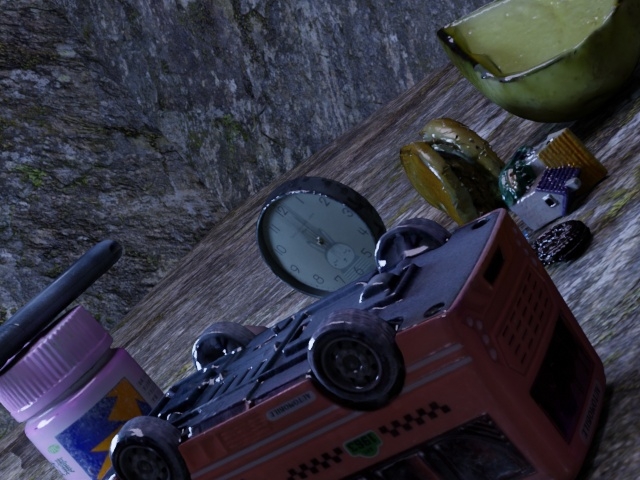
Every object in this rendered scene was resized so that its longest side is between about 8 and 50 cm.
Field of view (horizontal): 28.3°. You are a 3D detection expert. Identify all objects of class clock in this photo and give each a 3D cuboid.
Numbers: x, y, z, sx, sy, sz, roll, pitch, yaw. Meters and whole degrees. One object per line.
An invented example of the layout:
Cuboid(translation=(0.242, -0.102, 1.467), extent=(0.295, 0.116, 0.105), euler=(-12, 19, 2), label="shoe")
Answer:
Cuboid(translation=(0.000, 0.000, 2.000), extent=(0.215, 0.215, 0.042), euler=(-32, 17, 38), label="clock")

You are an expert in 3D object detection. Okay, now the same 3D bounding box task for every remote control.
Cuboid(translation=(-0.411, 0.124, 1.716), extent=(0.107, 0.044, 0.377), euler=(-36, 9, 46), label="remote control")

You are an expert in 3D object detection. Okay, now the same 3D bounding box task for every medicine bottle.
Cuboid(translation=(-0.299, 0.248, 1.740), extent=(0.178, 0.291, 0.178), euler=(-38, 10, 8), label="medicine bottle")

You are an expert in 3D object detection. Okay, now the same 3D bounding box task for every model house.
Cuboid(translation=(0.295, -0.082, 1.615), extent=(0.100, 0.088, 0.101), euler=(-32, 15, 47), label="model house")

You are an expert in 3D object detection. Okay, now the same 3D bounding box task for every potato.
Cuboid(translation=(0.377, -0.264, 1.945), extent=(0.330, 0.213, 0.280), euler=(-27, 30, 16), label="potato")

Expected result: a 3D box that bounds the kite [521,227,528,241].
Cuboid(translation=(0.181, 0.082, 1.503), extent=(0.169, 0.015, 0.310), euler=(-36, 10, 24), label="kite")

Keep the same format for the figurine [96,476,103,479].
Cuboid(translation=(-0.256, 0.381, 1.529), extent=(0.138, 0.110, 0.245), euler=(-62, 9, 15), label="figurine")

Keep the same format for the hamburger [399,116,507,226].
Cuboid(translation=(0.204, -0.102, 1.846), extent=(0.113, 0.177, 0.185), euler=(-34, -19, -9), label="hamburger")

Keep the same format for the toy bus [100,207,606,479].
Cuboid(translation=(0.021, 0.159, 1.112), extent=(0.427, 0.233, 0.203), euler=(-31, 12, 33), label="toy bus")

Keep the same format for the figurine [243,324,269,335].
Cuboid(translation=(-0.074, 0.166, 1.847), extent=(0.229, 0.112, 0.137), euler=(-26, 8, 17), label="figurine")

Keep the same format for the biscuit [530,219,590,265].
Cuboid(translation=(0.272, 0.007, 1.462), extent=(0.087, 0.027, 0.089), euler=(-33, 11, 31), label="biscuit")
